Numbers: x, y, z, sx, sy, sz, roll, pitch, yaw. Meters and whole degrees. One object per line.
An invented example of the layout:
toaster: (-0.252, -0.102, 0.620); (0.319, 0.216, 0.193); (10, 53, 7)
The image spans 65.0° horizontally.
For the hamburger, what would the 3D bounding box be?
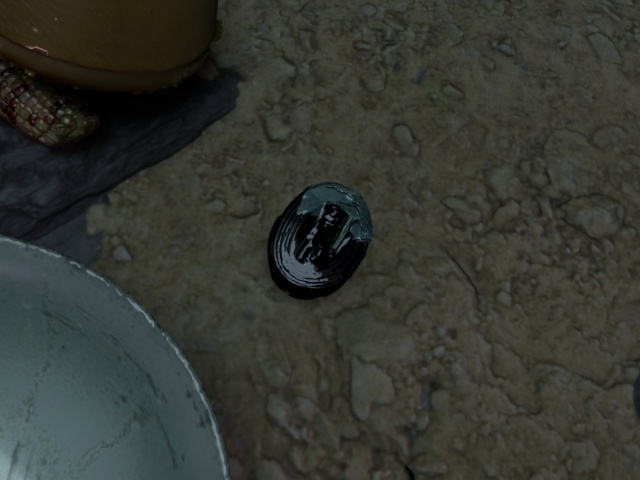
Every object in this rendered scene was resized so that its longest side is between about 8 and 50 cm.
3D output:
hamburger: (-0.245, -0.279, 0.537); (0.299, 0.176, 0.300); (17, 45, -17)

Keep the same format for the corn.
corn: (-0.357, -0.189, 0.565); (0.253, 0.086, 0.086); (39, 70, 4)

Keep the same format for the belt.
belt: (0.000, 0.000, 0.555); (0.105, 0.058, 0.140); (30, 69, 0)

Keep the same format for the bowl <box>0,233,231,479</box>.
bowl: (-0.285, 0.223, 0.348); (0.434, 0.196, 0.435); (8, 61, -14)
